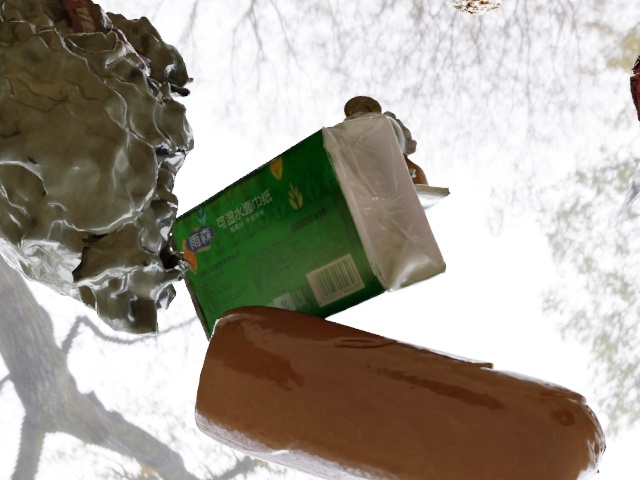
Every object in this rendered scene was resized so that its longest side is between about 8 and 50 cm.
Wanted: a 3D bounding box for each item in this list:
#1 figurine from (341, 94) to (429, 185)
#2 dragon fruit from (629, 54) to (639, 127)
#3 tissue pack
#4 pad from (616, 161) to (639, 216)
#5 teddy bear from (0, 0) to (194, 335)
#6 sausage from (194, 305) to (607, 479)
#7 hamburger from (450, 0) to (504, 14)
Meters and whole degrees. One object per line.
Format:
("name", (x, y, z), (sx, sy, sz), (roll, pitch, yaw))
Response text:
("figurine", (0.087, -0.105, 1.525), (0.143, 0.143, 0.271), (-12, -132, -3))
("dragon fruit", (0.471, -0.168, 1.201), (0.189, 0.163, 0.262), (-2, -141, 20))
("tissue pack", (-0.001, -0.001, 0.893), (0.156, 0.209, 0.148), (-16, -99, -50))
("pad", (0.325, -0.118, 0.902), (0.004, 0.127, 0.190), (31, -120, 2))
("teddy bear", (-0.172, -0.094, 0.667), (0.224, 0.357, 0.367), (-40, -127, -9))
("sausage", (0.057, 0.134, 0.758), (0.304, 0.121, 0.121), (14, -118, 15))
("hamburger", (0.279, -0.539, 1.625), (0.250, 0.330, 0.330), (-10, -121, 16))
